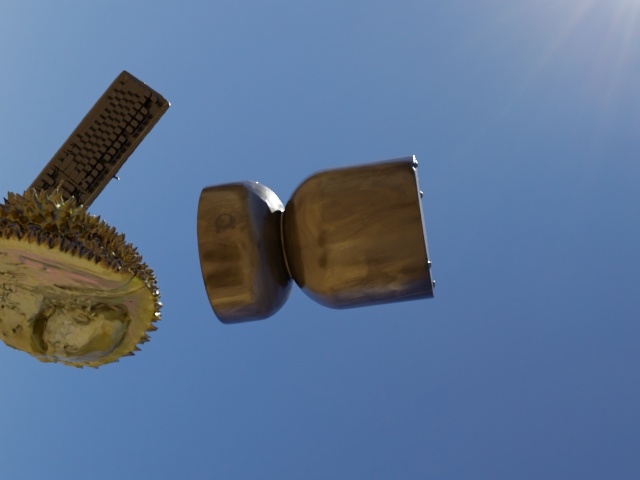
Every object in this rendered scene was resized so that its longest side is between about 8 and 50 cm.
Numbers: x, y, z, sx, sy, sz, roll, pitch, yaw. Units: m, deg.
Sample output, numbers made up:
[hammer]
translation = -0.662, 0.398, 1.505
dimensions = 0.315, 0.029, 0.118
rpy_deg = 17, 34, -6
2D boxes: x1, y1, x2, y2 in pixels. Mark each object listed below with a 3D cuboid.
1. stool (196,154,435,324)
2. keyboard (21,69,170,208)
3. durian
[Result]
[stool]
translation = 0.000, 0.000, 1.044
dimensions = 0.264, 0.179, 0.179
rpy_deg = -8, -112, 7
[keyboard]
translation = -0.285, -0.102, 1.050
dimensions = 0.094, 0.025, 0.230
rpy_deg = 35, -95, 17
[durian]
translation = -0.223, 0.023, 0.664
dimensions = 0.146, 0.208, 0.102
rpy_deg = -56, -168, 34
